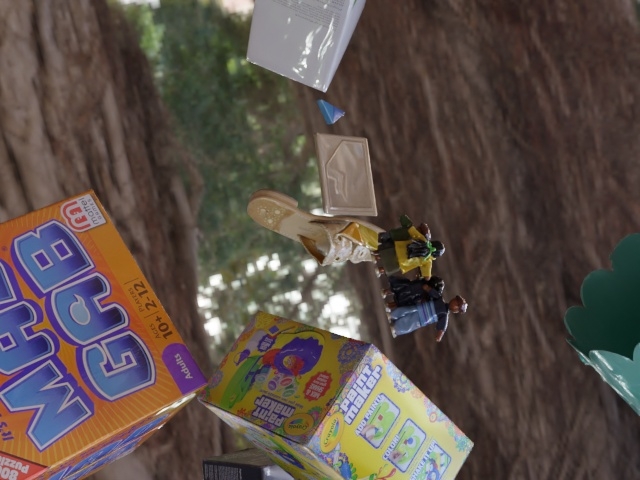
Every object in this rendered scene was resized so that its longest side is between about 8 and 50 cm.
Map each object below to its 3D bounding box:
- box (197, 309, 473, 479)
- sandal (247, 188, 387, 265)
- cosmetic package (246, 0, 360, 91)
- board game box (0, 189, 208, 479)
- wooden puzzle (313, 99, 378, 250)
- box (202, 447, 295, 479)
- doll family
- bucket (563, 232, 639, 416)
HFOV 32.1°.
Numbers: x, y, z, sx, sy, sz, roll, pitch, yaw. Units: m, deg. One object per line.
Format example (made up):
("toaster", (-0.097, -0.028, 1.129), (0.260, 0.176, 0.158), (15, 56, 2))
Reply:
("box", (0.020, 0.275, 1.690), (0.290, 0.279, 0.177), (11, -118, 52))
("sandal", (-0.002, 0.004, 1.684), (0.240, 0.088, 0.079), (22, -135, -11))
("cosmetic package", (-0.003, -0.408, 1.718), (0.155, 0.197, 0.365), (22, 162, 1))
("board game box", (-0.461, 0.202, 1.706), (0.357, 0.356, 0.356), (-25, 169, -38))
("wooden puzzle", (0.019, -0.052, 0.913), (0.014, 0.116, 0.079), (-12, 164, 38))
("box", (-0.105, 0.434, 2.021), (0.158, 0.093, 0.156), (-5, 178, 42))
("doll family", (0.137, 0.052, 1.573), (0.111, 0.193, 0.076), (-15, 172, 2))
("bucket", (0.393, 0.079, 1.041), (0.281, 0.183, 0.281), (-36, -168, 9))
